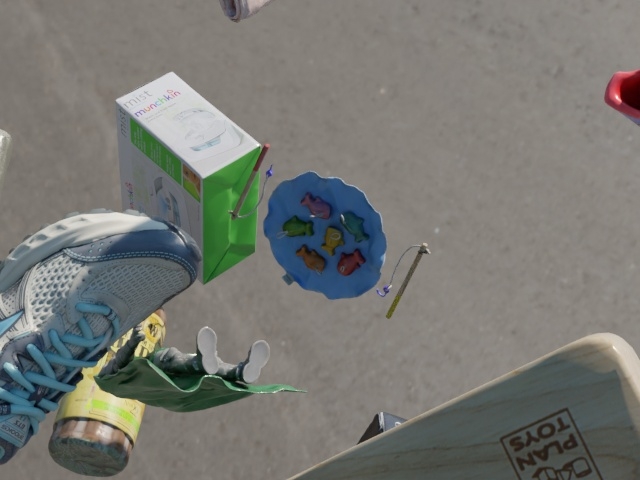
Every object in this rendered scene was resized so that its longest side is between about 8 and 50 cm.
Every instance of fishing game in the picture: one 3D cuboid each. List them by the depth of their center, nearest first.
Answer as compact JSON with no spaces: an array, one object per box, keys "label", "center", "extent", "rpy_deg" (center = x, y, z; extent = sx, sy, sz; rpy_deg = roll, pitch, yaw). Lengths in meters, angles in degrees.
[{"label":"fishing game","center":[0.000,0.000,1.537],"extent":[0.264,0.189,0.041],"rpy_deg":[35,38,8]}]

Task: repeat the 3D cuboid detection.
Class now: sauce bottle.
[{"label":"sauce bottle","center":[-0.274,0.146,1.597],"extent":[0.112,0.111,0.344],"rpy_deg":[13,55,-5]}]

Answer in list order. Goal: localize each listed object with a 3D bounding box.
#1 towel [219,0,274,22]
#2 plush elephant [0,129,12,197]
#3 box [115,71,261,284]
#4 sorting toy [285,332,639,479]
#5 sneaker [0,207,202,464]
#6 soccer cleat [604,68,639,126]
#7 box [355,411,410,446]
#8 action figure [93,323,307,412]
[{"label":"towel","center":[-0.036,-0.478,1.438],"extent":[0.053,0.316,0.332],"rpy_deg":[17,45,38]},{"label":"plush elephant","center":[-0.611,-0.071,1.707],"extent":[0.256,0.272,0.329],"rpy_deg":[3,76,-3]},{"label":"box","center":[-0.218,-0.104,1.936],"extent":[0.127,0.262,0.231],"rpy_deg":[-34,60,-30]},{"label":"sorting toy","center":[0.047,0.196,0.391],"extent":[0.255,0.257,0.089],"rpy_deg":[65,21,10]},{"label":"sneaker","center":[-0.199,0.085,0.789],"extent":[0.283,0.110,0.122],"rpy_deg":[-28,49,9]},{"label":"soccer cleat","center":[0.283,-0.126,0.793],"extent":[0.095,0.248,0.083],"rpy_deg":[18,73,-7]},{"label":"box","center":[0.228,0.484,1.795],"extent":[0.396,0.212,0.293],"rpy_deg":[20,32,-15]},{"label":"action figure","center":[-0.129,0.112,0.992],"extent":[0.137,0.232,0.063],"rpy_deg":[19,71,-29]}]
